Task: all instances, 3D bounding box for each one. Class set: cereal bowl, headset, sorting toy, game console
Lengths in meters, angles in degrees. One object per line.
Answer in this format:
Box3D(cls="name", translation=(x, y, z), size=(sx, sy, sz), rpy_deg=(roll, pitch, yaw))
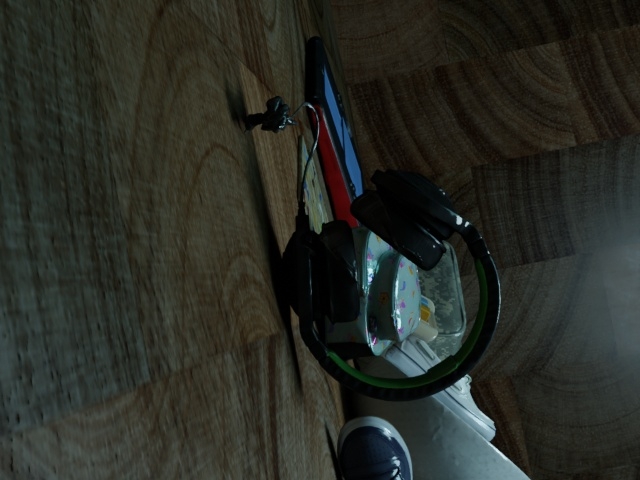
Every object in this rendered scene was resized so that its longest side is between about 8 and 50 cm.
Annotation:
Box3D(cls="cereal bowl", translation=(0.176, 0.344, 1.921), size=(0.339, 0.141, 0.339), rpy_deg=(39, -5, 4))
Box3D(cls="headset", translation=(0.050, 0.005, 1.379), size=(0.394, 0.243, 0.185), rpy_deg=(57, 1, -1))
Box3D(cls="sorting toy", translation=(0.114, 0.090, 1.999), size=(0.038, 0.193, 0.208), rpy_deg=(-61, -179, 12))
Box3D(cls="game console", translation=(0.034, -0.205, 2.424), size=(0.386, 0.060, 0.342), rpy_deg=(-92, 170, -60))

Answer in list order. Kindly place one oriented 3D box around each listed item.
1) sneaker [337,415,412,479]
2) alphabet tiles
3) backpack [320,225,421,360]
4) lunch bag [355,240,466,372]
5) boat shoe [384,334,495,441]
Box3D(cls="sneaker", translation=(0.086, 0.383, 1.591), size=(0.153, 0.099, 0.282), rpy_deg=(-94, 174, -61))
Box3D(cls="alphabet tiles", translation=(0.000, 0.000, 1.924), size=(0.342, 0.011, 0.285), rpy_deg=(-91, 169, -60))
Box3D(cls="backpack", translation=(0.069, 0.069, 1.750), size=(0.166, 0.144, 0.188), rpy_deg=(-22, 100, -68))
Box3D(cls="lunch bag", translation=(0.159, 0.170, 2.268), size=(0.305, 0.213, 0.256), rpy_deg=(-93, -173, -51))
Box3D(cls="boat shoe", translation=(0.213, 0.236, 1.945), size=(0.226, 0.076, 0.083), rpy_deg=(41, -5, -3))
